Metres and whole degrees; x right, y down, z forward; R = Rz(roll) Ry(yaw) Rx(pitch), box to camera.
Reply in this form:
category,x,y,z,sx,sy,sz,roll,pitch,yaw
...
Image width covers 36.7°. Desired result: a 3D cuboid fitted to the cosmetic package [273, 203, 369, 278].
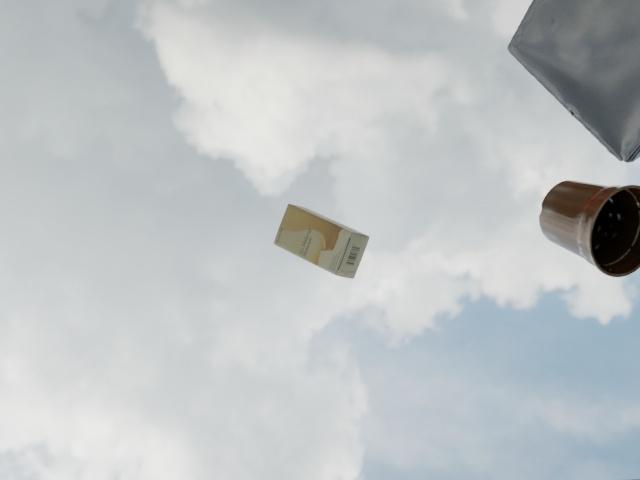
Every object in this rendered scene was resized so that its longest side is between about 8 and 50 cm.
category,x,y,z,sx,sy,sz,roll,pitch,yaw
cosmetic package,0.000,0.000,1.215,0.115,0.060,0.041,24,-174,40

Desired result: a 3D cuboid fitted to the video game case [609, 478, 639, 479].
category,x,y,z,sx,sy,sz,roll,pitch,yaw
video game case,0.421,0.428,1.473,0.201,0.183,0.023,0,-138,-13

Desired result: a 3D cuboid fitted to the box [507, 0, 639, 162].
category,x,y,z,sx,sy,sz,roll,pitch,yaw
box,0.618,-0.437,1.472,0.471,0.480,0.297,-29,-112,-33

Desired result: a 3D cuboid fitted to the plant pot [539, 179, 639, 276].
category,x,y,z,sx,sy,sz,roll,pitch,yaw
plant pot,0.499,-0.036,1.756,0.167,0.167,0.165,-10,-161,-25
